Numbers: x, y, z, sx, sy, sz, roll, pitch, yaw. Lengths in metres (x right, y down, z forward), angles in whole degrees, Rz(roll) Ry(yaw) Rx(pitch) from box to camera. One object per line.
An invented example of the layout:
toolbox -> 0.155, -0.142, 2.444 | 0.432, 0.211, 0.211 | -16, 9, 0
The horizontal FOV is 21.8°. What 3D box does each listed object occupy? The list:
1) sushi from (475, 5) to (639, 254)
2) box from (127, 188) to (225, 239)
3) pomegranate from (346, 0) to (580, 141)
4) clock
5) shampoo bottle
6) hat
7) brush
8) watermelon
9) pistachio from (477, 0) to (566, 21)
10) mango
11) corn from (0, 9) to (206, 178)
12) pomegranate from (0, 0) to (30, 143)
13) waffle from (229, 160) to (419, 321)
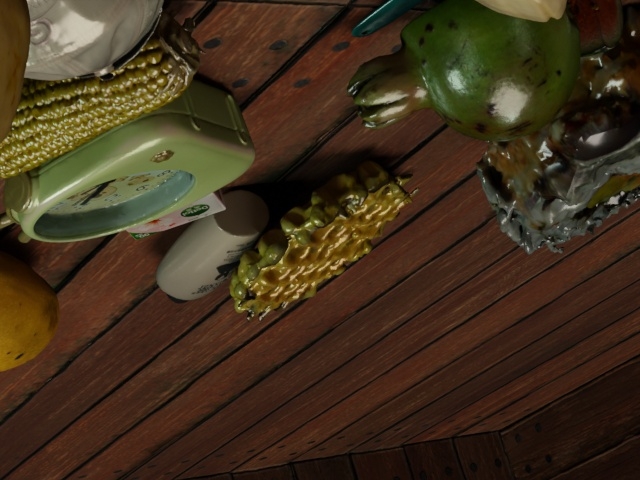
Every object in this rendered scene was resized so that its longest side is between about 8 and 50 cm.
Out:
sushi -> 0.382, -0.137, 2.104 | 0.417, 0.176, 0.417 | -23, 162, -8
box -> -0.188, -0.050, 2.044 | 0.125, 0.043, 0.089 | -19, 162, 6
pomegranate -> 0.165, -0.177, 1.739 | 0.241, 0.159, 0.190 | -19, 176, -29
clock -> -0.242, -0.076, 1.814 | 0.308, 0.096, 0.235 | -25, 166, 20
shampoo bottle -> -0.151, 0.018, 2.220 | 0.127, 0.078, 0.257 | -19, 166, -31
hat -> -0.236, -0.209, 1.388 | 0.219, 0.164, 0.226 | -23, -177, 13
brush -> 0.106, -0.252, 1.733 | 0.043, 0.032, 0.193 | 3, 152, -47
watermelon -> 0.290, -0.252, 1.822 | 0.125, 0.135, 0.094 | -10, 125, -13
pistachio -> 0.180, -0.267, 1.572 | 0.117, 0.145, 0.200 | -21, 167, 11
mango -> -0.449, 0.080, 2.034 | 0.187, 0.144, 0.359 | -26, 158, 17
corn -> -0.245, -0.144, 1.640 | 0.293, 0.106, 0.106 | -22, 162, 27
pomegranate -> -0.368, -0.164, 1.125 | 0.342, 0.342, 0.342 | -15, 162, -5
waffle -> 0.000, -0.004, 2.217 | 0.329, 0.062, 0.329 | -34, 165, -10
